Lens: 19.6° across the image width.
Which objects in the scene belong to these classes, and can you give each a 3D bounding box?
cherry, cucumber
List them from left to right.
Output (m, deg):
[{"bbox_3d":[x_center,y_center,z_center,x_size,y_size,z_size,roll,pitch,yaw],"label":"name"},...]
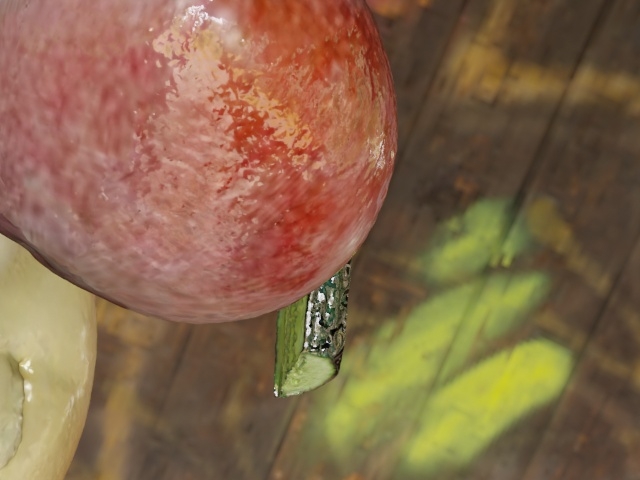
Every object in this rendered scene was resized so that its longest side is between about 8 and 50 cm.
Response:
[{"bbox_3d":[-0.066,-0.080,0.922,0.239,0.239,0.206,25,39,7],"label":"cherry"},{"bbox_3d":[0.000,0.000,1.248,0.046,0.220,0.070,3,-1,-9],"label":"cucumber"}]

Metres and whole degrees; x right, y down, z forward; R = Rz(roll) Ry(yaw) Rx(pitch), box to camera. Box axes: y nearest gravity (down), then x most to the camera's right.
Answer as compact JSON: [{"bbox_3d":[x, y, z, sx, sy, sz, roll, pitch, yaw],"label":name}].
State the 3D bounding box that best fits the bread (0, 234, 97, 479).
[{"bbox_3d":[-0.361,0.097,1.301,0.376,0.253,0.348,9,48,24],"label":"bread"}]
